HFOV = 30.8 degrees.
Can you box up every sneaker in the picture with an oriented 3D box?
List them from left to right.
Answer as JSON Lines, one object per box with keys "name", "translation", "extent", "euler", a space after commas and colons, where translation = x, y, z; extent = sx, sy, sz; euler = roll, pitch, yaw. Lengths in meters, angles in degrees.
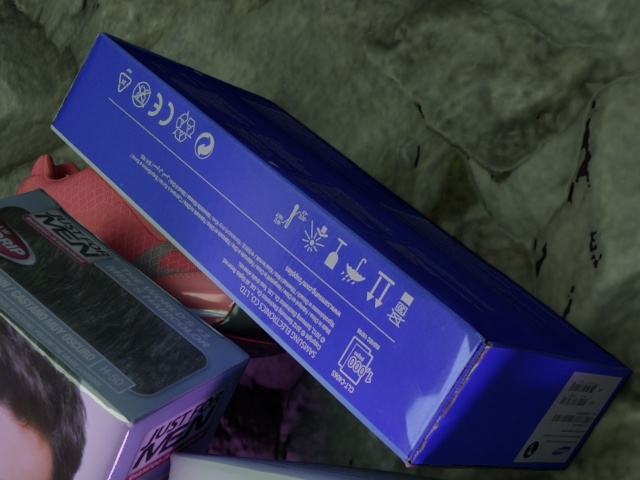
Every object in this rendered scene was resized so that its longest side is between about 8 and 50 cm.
{"name": "sneaker", "translation": [-0.129, -0.001, 0.820], "extent": [0.313, 0.116, 0.136], "euler": [8, 83, 39]}

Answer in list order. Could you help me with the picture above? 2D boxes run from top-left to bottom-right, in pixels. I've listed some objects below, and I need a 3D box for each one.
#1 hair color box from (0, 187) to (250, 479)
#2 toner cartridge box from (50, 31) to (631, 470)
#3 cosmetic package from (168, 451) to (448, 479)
{"name": "hair color box", "translation": [-0.205, 0.176, 0.746], "extent": [0.185, 0.113, 0.374], "euler": [36, 120, 19]}
{"name": "toner cartridge box", "translation": [0.000, 0.000, 0.688], "extent": [0.348, 0.165, 0.075], "euler": [40, 104, 37]}
{"name": "cosmetic package", "translation": [0.016, 0.314, 0.607], "extent": [0.217, 0.156, 0.385], "euler": [-3, 79, 39]}
